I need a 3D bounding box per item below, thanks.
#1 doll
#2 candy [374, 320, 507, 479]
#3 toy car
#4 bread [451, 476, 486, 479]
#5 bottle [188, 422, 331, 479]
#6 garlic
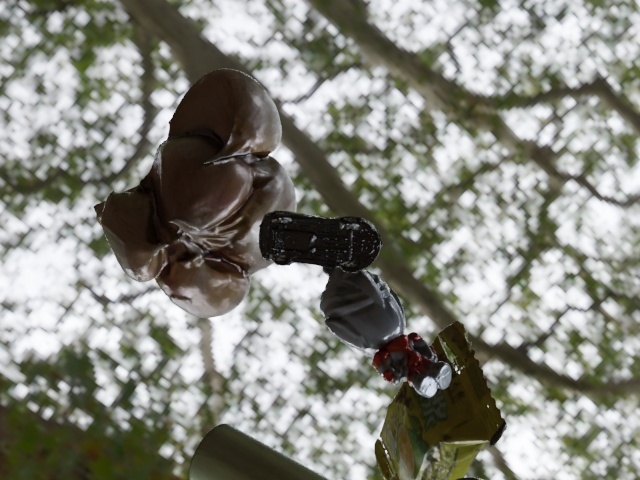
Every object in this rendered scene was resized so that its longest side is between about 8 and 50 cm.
[{"bbox_3d":[0.058,0.087,1.480,0.094,0.180,0.079,-26,152,-35],"label":"doll"},{"bbox_3d":[0.145,0.257,1.899,0.297,0.081,0.187,-64,-142,39],"label":"candy"},{"bbox_3d":[0.000,0.000,1.109,0.025,0.093,0.041,-76,171,-74],"label":"toy car"},{"bbox_3d":[0.211,0.378,1.741,0.102,0.337,0.183,-44,-141,53],"label":"bread"},{"bbox_3d":[-0.026,0.244,1.381,0.202,0.072,0.072,24,-107,29],"label":"bottle"},{"bbox_3d":[-0.096,-0.037,1.384,0.214,0.160,0.191,-48,-149,-2],"label":"garlic"}]
